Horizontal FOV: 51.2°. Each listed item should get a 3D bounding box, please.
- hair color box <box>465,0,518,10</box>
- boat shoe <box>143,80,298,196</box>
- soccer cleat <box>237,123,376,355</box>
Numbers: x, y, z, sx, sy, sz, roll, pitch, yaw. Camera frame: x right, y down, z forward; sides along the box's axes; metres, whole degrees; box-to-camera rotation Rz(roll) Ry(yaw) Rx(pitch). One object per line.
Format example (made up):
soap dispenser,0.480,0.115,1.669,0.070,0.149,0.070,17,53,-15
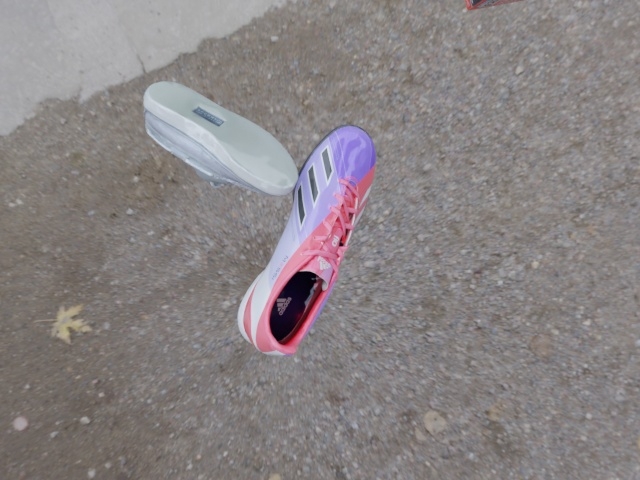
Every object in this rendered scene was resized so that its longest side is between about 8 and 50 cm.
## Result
hair color box,0.216,-0.295,0.667,0.167,0.053,0.093,-16,92,-21
boat shoe,-0.129,-0.114,0.844,0.227,0.081,0.079,34,47,11
soccer cleat,0.000,0.000,0.849,0.108,0.116,0.318,29,85,-22
